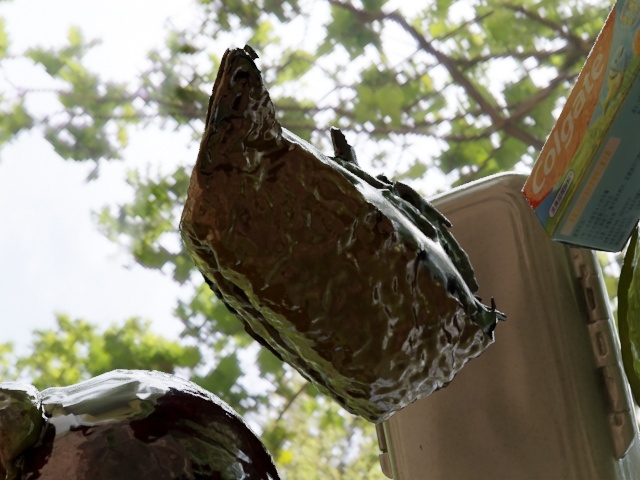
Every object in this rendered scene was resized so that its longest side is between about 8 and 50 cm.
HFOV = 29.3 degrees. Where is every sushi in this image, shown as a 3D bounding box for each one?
[{"bbox_3d":[0.000,0.001,0.773,0.140,0.287,0.149,-50,-155,-12],"label":"sushi"}]

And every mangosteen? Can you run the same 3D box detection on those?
[{"bbox_3d":[-0.125,0.165,0.693,0.216,0.216,0.216,-16,-126,23],"label":"mangosteen"}]

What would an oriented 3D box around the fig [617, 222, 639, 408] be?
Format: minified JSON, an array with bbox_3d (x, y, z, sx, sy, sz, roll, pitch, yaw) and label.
[{"bbox_3d":[0.395,0.043,0.927,0.316,0.316,0.316,-16,-126,23],"label":"fig"}]

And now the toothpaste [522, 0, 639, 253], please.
[{"bbox_3d":[0.162,-0.092,0.614,0.070,0.044,0.193,-107,-146,-54],"label":"toothpaste"}]

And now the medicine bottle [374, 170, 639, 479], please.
[{"bbox_3d":[0.171,0.133,1.202,0.282,0.123,0.375,-21,-107,37],"label":"medicine bottle"}]
